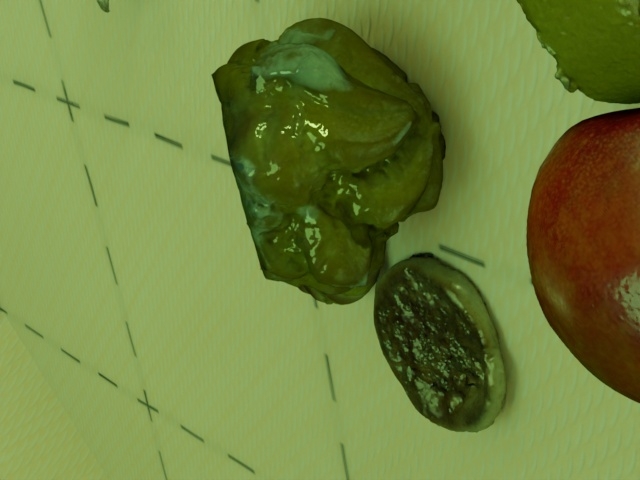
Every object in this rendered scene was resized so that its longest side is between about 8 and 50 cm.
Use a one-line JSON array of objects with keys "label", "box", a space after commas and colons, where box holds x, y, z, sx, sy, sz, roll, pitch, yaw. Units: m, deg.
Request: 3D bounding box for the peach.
[{"label": "peach", "box": [0.349, 0.008, 1.293, 0.332, 0.308, 0.307, 51, 148, 30]}]

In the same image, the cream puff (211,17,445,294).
[{"label": "cream puff", "box": [0.019, -0.113, 1.727, 0.378, 0.276, 0.378, 165, 90, -86]}]

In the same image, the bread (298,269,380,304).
[{"label": "bread", "box": [0.000, 0.000, 1.967, 0.213, 0.105, 0.213, 32, 135, 38]}]

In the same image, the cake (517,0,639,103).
[{"label": "cake", "box": [0.284, -0.258, 1.268, 0.156, 0.179, 0.260, -25, 92, 60]}]

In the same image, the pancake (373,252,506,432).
[{"label": "pancake", "box": [0.167, 0.152, 1.895, 0.282, 0.049, 0.282, 33, 136, 40]}]

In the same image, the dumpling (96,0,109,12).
[{"label": "dumpling", "box": [-0.357, -0.460, 2.127, 0.136, 0.118, 0.199, -165, 71, -87]}]
